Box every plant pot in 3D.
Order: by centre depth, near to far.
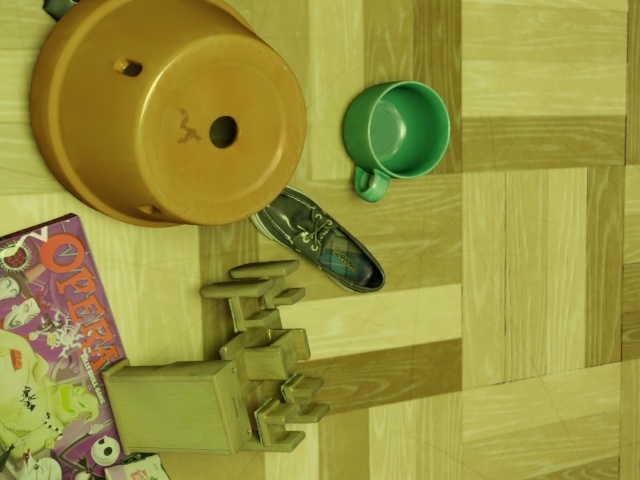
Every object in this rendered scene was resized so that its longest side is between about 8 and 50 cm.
[{"bbox_3d":[-0.149,-0.136,0.996,0.291,0.203,0.291,-13,113,-31],"label":"plant pot"}]

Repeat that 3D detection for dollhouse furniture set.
[{"bbox_3d":[-0.124,0.162,1.112,0.242,0.161,0.212,-34,115,-59],"label":"dollhouse furniture set"}]

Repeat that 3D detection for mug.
[{"bbox_3d":[0.085,-0.142,1.207,0.157,0.097,0.129,-34,110,-20],"label":"mug"}]

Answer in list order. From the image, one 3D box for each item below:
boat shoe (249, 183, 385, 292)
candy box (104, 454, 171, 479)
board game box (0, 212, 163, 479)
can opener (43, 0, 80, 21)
[{"bbox_3d":[0.000,0.000,1.190,0.228,0.076,0.080,43,76,-25],"label":"boat shoe"},{"bbox_3d":[-0.196,0.384,1.051,0.070,0.165,0.196,-9,118,-27],"label":"candy box"},{"bbox_3d":[-0.332,0.163,1.053,0.208,0.056,0.347,-23,106,-28],"label":"board game box"},{"bbox_3d":[-0.314,-0.304,1.002,0.186,0.059,0.073,31,82,-27],"label":"can opener"}]
